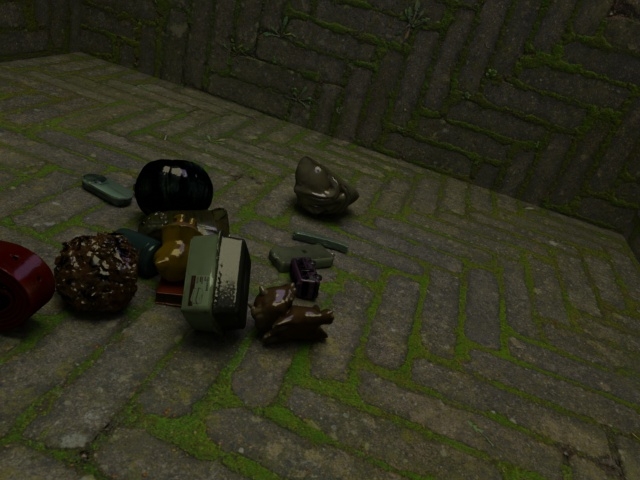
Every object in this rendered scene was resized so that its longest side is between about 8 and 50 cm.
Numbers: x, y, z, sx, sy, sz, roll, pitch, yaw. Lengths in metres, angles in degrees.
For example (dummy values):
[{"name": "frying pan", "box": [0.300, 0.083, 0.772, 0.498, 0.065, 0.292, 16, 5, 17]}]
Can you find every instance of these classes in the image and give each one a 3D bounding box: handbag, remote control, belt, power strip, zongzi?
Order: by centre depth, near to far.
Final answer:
[{"name": "belt", "box": [-0.874, 0.120, 1.370, 0.324, 0.227, 0.115, 1, 26, 12]}, {"name": "handbag", "box": [-0.429, 0.162, 1.699, 0.190, 0.062, 0.127, 7, 29, -9]}, {"name": "zongzi", "box": [-0.465, 0.044, 1.830, 0.323, 0.160, 0.360, -7, 49, -15]}, {"name": "power strip", "box": [-0.074, 0.066, 2.066, 0.270, 0.046, 0.118, -5, 32, -32]}, {"name": "remote control", "box": [-0.878, -0.211, 2.141, 0.247, 0.052, 0.104, 27, 29, 21]}]

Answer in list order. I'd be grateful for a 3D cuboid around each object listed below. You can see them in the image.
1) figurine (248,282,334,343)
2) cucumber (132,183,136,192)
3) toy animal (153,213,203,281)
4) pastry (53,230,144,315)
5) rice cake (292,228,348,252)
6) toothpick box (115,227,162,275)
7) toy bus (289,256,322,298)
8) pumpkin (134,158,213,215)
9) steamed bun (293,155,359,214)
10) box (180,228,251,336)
[{"name": "figurine", "box": [-0.101, 0.220, 1.640, 0.247, 0.177, 0.173, -7, 53, -17]}, {"name": "cucumber", "box": [-0.715, -0.225, 2.248, 0.187, 0.058, 0.058, -11, 38, -40]}, {"name": "toy animal", "box": [-0.457, 0.020, 1.699, 0.156, 0.156, 0.229, 9, 57, -14]}, {"name": "pastry", "box": [-0.661, 0.100, 1.566, 0.275, 0.193, 0.275, 0, 70, 1]}, {"name": "rice cake", "box": [0.000, 0.000, 2.229, 0.245, 0.042, 0.045, 14, 25, -2]}, {"name": "toothpick box", "box": [-0.622, 0.033, 1.766, 0.184, 0.120, 0.120, 24, 29, 18]}, {"name": "toy bus", "box": [-0.059, 0.137, 1.909, 0.098, 0.087, 0.178, 4, 27, -17]}, {"name": "pumpkin", "box": [-0.567, -0.174, 2.013, 0.315, 0.238, 0.315, -5, -9, -1]}, {"name": "steamed bun", "box": [0.001, -0.234, 2.484, 0.310, 0.219, 0.324, 37, 7, 9]}, {"name": "box", "box": [-0.305, 0.129, 1.563, 0.166, 0.220, 0.290, 1, 63, 0]}]
